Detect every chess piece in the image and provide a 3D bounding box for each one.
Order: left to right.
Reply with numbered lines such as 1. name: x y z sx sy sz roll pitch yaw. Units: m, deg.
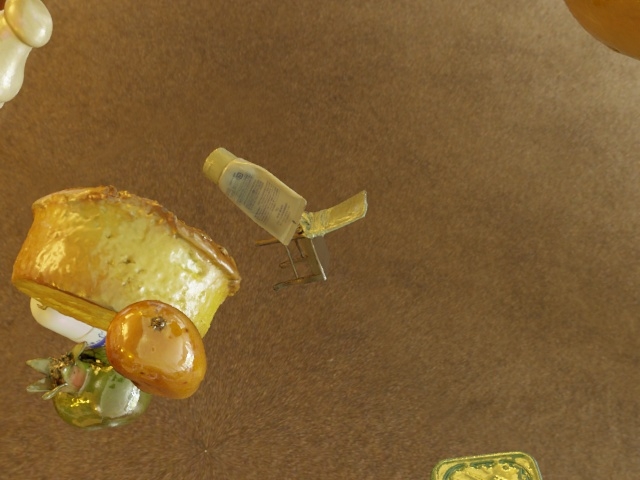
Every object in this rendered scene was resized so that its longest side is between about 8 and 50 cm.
1. chess piece: -0.470 -0.206 0.794 0.307 0.124 0.139 -31 46 16

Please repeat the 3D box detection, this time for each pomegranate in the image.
1. pomegranate: -0.354 0.217 0.924 0.152 0.191 0.131 -14 58 23

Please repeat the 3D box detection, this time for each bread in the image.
1. bread: -0.348 0.053 1.093 0.398 0.398 0.215 22 69 -3

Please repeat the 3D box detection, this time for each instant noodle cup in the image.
1. instant noodle cup: 0.245 0.393 0.850 0.157 0.070 0.179 -11 31 10

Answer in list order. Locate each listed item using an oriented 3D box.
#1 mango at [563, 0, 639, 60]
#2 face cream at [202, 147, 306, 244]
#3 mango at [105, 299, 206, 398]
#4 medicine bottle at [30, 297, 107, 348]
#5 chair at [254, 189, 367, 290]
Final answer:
1. mango: 0.317 -0.326 0.523 0.232 0.446 0.300 -20 70 20
2. face cream: -0.129 -0.095 1.199 0.224 0.114 0.070 35 34 15
3. mango: -0.171 0.121 0.657 0.105 0.159 0.084 19 65 8
4. medicine bottle: -0.511 0.187 1.403 0.130 0.341 0.130 -16 53 23
5. chair: 0.000 0.000 1.667 0.319 0.160 0.186 -15 113 12
